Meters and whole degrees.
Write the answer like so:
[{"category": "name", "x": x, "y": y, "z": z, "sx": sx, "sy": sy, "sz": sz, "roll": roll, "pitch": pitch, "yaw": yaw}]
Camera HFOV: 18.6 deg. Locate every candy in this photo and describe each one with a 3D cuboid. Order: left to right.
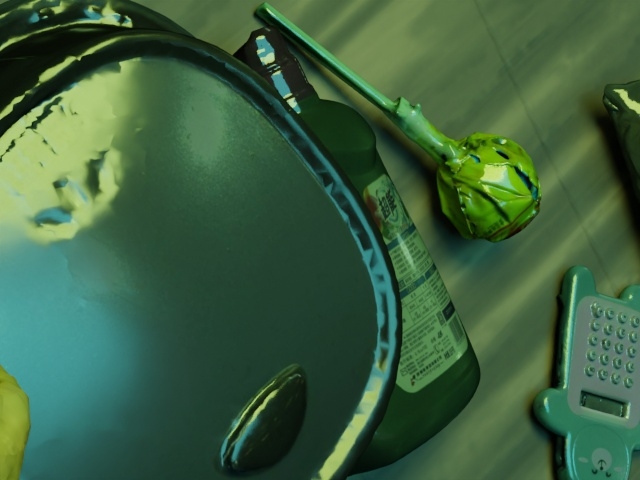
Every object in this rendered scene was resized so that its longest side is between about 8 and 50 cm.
[{"category": "candy", "x": 0.041, "y": -0.067, "z": 1.062, "sx": 0.194, "sy": 0.058, "sz": 0.062, "roll": 36, "pitch": 24, "yaw": -16}]

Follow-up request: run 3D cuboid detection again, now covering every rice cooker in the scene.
[{"category": "rice cooker", "x": -0.118, "y": 0.035, "z": 0.830, "sx": 0.267, "sy": 0.224, "sz": 0.267, "roll": 4, "pitch": 83, "yaw": -33}]

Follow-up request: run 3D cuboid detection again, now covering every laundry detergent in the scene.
[{"category": "laundry detergent", "x": 0.000, "y": 0.000, "z": 0.992, "sx": 0.144, "sy": 0.078, "sz": 0.221, "roll": -36, "pitch": 106, "yaw": -54}]

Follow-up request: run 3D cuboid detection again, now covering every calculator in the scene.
[{"category": "calculator", "x": 0.162, "y": 0.088, "z": 1.132, "sx": 0.094, "sy": 0.019, "sz": 0.141, "roll": 17, "pitch": 74, "yaw": -34}]

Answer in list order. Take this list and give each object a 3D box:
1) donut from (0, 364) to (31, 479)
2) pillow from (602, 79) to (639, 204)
[{"category": "donut", "x": -0.265, "y": 0.016, "z": 0.664, "sx": 0.163, "sy": 0.378, "sz": 0.435, "roll": 6, "pitch": 63, "yaw": -45}, {"category": "pillow", "x": 0.308, "y": 0.030, "z": 1.192, "sx": 0.228, "sy": 0.101, "sz": 0.326, "roll": -19, "pitch": 96, "yaw": -35}]
